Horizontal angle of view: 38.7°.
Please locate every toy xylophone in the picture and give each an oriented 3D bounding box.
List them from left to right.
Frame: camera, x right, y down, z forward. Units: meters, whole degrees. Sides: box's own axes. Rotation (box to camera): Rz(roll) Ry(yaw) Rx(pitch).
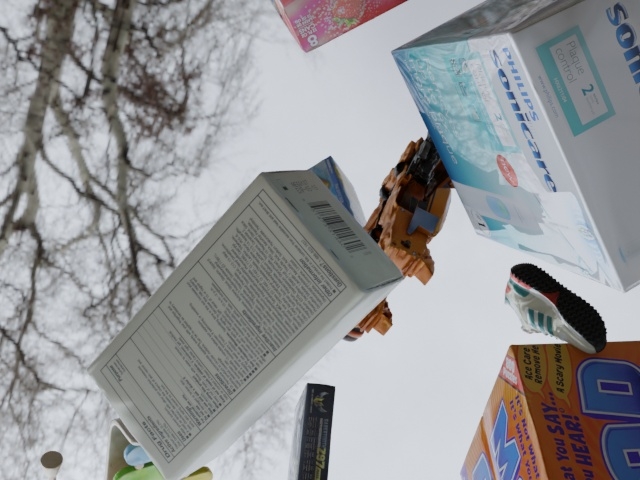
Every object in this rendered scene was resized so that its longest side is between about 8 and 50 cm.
[{"bbox_3d":[-0.258,0.348,1.260,0.236,0.323,0.081,-18,-135,-25],"label":"toy xylophone"}]

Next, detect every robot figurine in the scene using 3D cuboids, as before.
[{"bbox_3d":[0.107,-0.022,1.174,0.085,0.211,0.291,31,-140,-5],"label":"robot figurine"}]

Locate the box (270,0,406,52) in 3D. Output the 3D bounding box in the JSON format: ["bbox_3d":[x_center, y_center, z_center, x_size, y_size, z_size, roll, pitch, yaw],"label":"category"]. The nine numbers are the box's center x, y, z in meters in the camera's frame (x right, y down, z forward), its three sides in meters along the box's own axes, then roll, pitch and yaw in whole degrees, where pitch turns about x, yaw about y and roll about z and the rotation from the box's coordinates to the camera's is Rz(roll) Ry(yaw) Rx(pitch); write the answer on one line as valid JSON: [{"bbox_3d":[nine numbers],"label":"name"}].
[{"bbox_3d":[0.058,-0.303,0.858,0.256,0.123,0.128,-28,-142,1],"label":"box"}]

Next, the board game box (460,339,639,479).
[{"bbox_3d":[0.417,0.375,1.188,0.356,0.356,0.356,-1,-131,-7],"label":"board game box"}]

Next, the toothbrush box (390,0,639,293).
[{"bbox_3d":[0.197,-0.101,0.787,0.126,0.216,0.295,-29,-165,-7],"label":"toothbrush box"}]

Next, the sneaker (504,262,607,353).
[{"bbox_3d":[0.303,0.102,1.192,0.057,0.075,0.161,-20,-131,-33],"label":"sneaker"}]

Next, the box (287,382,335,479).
[{"bbox_3d":[-0.021,0.394,1.654,0.059,0.183,0.233,7,-115,-5],"label":"box"}]

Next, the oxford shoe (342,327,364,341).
[{"bbox_3d":[0.007,0.175,1.995,0.097,0.098,0.271,18,-171,-31],"label":"oxford shoe"}]

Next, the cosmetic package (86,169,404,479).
[{"bbox_3d":[-0.083,0.088,0.942,0.160,0.309,0.113,50,-156,13],"label":"cosmetic package"}]

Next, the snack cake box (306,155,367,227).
[{"bbox_3d":[0.000,0.000,1.462,0.089,0.152,0.264,51,-167,-38],"label":"snack cake box"}]
